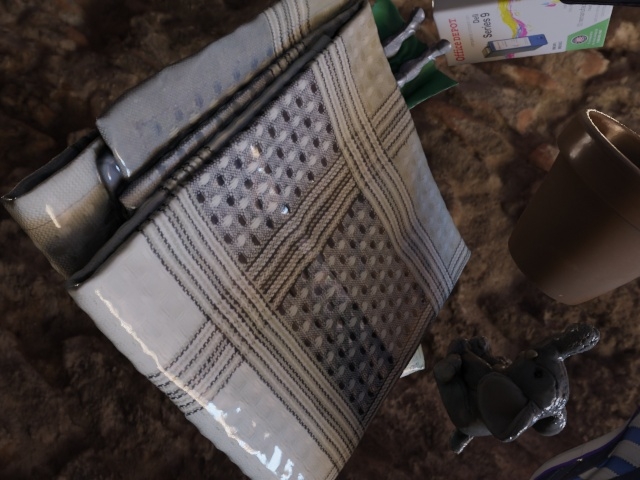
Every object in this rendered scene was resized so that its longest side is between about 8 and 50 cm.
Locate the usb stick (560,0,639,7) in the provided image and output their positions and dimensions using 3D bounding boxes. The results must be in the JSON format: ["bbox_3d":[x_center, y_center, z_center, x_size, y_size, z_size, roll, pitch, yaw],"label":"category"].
[{"bbox_3d":[0.310,-0.231,0.455,0.045,0.077,0.278,-7,-154,-28],"label":"usb stick"}]

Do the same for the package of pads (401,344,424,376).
[{"bbox_3d":[0.060,0.076,0.955,0.101,0.229,0.296,-19,-164,-10],"label":"package of pads"}]

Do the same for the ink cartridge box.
[{"bbox_3d":[0.262,-0.314,0.728,0.213,0.154,0.093,0,-99,20],"label":"ink cartridge box"}]

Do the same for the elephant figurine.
[{"bbox_3d":[0.299,0.231,0.842,0.169,0.186,0.239,-37,-162,-28],"label":"elephant figurine"}]

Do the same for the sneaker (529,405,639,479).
[{"bbox_3d":[0.240,0.202,0.360,0.130,0.322,0.236,46,-146,9],"label":"sneaker"}]

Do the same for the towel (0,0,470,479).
[{"bbox_3d":[0.000,0.000,0.409,0.056,0.324,0.312,6,-134,46],"label":"towel"}]

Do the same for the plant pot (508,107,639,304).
[{"bbox_3d":[0.414,-0.030,0.831,0.263,0.229,0.263,23,-143,-18],"label":"plant pot"}]

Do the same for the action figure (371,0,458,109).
[{"bbox_3d":[0.043,-0.162,0.613,0.232,0.063,0.137,-44,-87,-14],"label":"action figure"}]
